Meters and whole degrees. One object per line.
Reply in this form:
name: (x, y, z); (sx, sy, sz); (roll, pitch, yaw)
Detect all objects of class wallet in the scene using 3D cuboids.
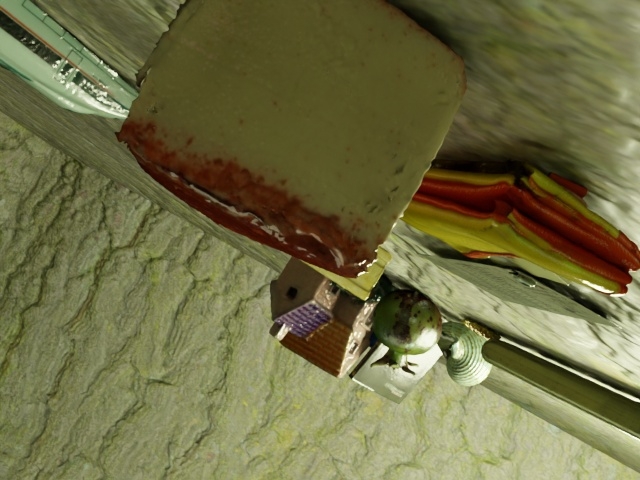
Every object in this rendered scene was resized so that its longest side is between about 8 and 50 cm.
wallet: (0.144, -0.021, 0.608); (0.141, 0.067, 0.241); (28, 178, -20)

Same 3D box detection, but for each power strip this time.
power strip: (0.462, 0.267, 1.276); (0.388, 0.066, 0.092); (25, 180, 41)

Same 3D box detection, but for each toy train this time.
toy train: (-0.374, -0.249, 0.968); (0.086, 0.088, 0.407); (25, 172, 32)

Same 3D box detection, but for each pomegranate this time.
pomegranate: (0.170, 0.184, 1.456); (0.149, 0.169, 0.148); (8, 178, 0)

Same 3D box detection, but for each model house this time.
model house: (0.017, 0.151, 1.563); (0.202, 0.237, 0.237); (28, 172, 30)

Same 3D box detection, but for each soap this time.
soap: (0.000, 0.000, 1.169); (0.252, 0.092, 0.037); (34, 174, -28)

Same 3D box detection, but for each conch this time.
conch: (0.298, 0.228, 1.515); (0.135, 0.102, 0.153); (38, 148, 47)

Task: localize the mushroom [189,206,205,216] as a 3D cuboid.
mushroom: (-0.219, -0.100, 1.373); (0.097, 0.088, 0.212); (19, 165, 8)

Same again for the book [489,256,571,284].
book: (0.204, 0.015, 0.769); (0.077, 0.014, 0.111); (35, 171, -31)

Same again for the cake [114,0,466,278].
cake: (-0.002, -0.063, 0.505); (0.160, 0.158, 0.262); (30, 175, 8)

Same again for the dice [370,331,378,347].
dice: (0.176, 0.206, 1.692); (0.146, 0.146, 0.143); (39, 171, -33)

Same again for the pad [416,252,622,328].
pad: (0.238, 0.062, 0.921); (0.160, 0.009, 0.265); (27, 175, -17)

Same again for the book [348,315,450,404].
book: (0.189, 0.249, 1.605); (0.160, 0.228, 0.024); (34, -171, -30)

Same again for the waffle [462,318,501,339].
waffle: (0.315, 0.176, 1.428); (0.078, 0.016, 0.085); (30, 172, 4)
